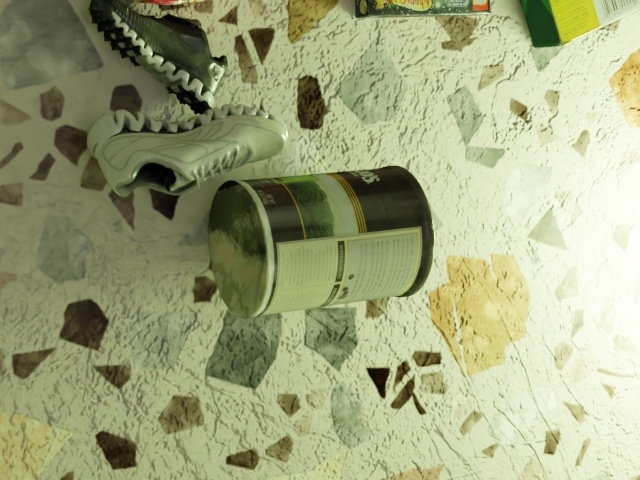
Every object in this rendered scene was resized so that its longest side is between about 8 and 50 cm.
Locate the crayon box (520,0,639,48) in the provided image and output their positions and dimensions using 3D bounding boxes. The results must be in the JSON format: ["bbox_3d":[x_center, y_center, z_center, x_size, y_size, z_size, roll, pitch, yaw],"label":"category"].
[{"bbox_3d":[0.410,-0.505,2.085,0.202,0.081,0.318,-26,106,-25],"label":"crayon box"}]

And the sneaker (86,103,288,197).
[{"bbox_3d":[-0.177,-0.118,1.762,0.292,0.118,0.110,-8,141,-24],"label":"sneaker"}]

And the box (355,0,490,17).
[{"bbox_3d":[0.161,-0.435,1.976,0.233,0.044,0.159,-7,97,-28],"label":"box"}]

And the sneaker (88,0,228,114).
[{"bbox_3d":[-0.222,-0.285,1.765,0.234,0.078,0.106,39,73,-29],"label":"sneaker"}]

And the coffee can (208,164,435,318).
[{"bbox_3d":[0.000,0.000,1.834,0.275,0.201,0.202,-7,97,-28],"label":"coffee can"}]

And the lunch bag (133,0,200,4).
[{"bbox_3d":[-0.178,-0.475,1.704,0.258,0.120,0.293,-18,115,-48],"label":"lunch bag"}]
